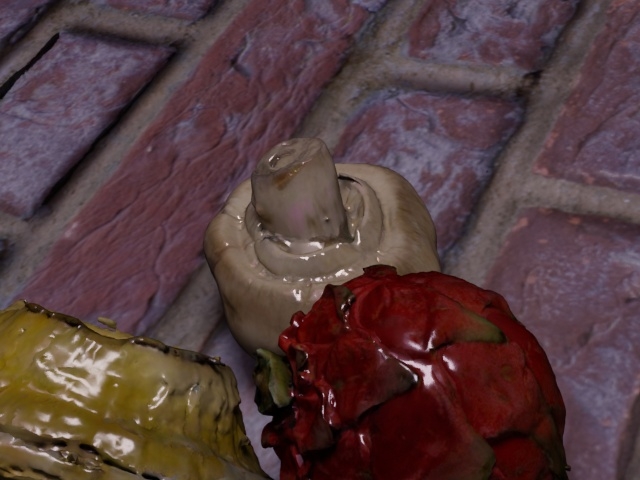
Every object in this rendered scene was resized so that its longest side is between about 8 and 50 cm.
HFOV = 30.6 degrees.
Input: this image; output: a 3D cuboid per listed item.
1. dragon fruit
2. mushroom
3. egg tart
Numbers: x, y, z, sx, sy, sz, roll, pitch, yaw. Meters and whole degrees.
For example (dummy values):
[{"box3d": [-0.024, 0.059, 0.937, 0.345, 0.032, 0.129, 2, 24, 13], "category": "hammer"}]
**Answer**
[{"box3d": [0.086, 0.157, 0.965, 0.244, 0.299, 0.244, -37, 11, 9], "category": "dragon fruit"}, {"box3d": [0.000, 0.000, 1.146, 0.260, 0.234, 0.254, 19, 47, 27], "category": "mushroom"}, {"box3d": [-0.184, 0.136, 0.988, 0.345, 0.345, 0.132, 15, 84, 24], "category": "egg tart"}]
